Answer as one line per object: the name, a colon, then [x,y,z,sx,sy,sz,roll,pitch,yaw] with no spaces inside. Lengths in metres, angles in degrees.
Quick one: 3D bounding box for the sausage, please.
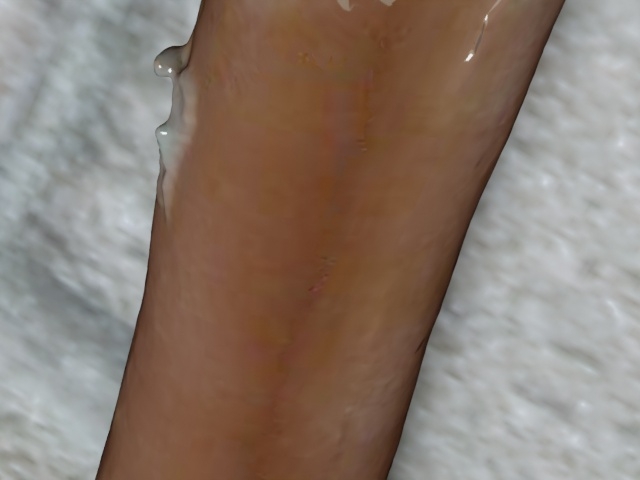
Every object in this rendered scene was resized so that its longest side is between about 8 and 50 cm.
sausage: [0.000,0.000,0.522,0.094,0.094,0.419,42,131,33]
